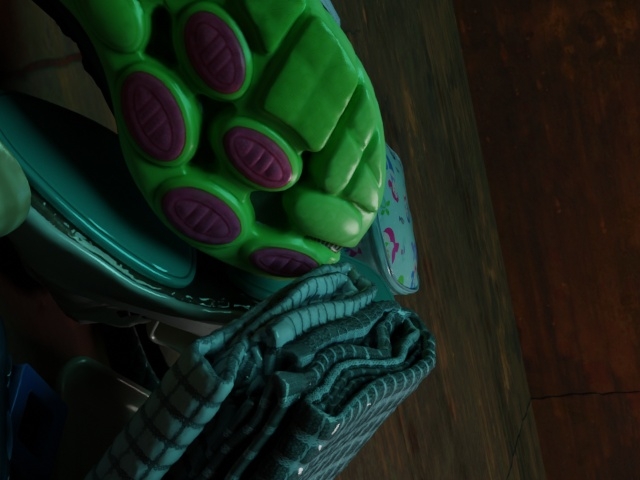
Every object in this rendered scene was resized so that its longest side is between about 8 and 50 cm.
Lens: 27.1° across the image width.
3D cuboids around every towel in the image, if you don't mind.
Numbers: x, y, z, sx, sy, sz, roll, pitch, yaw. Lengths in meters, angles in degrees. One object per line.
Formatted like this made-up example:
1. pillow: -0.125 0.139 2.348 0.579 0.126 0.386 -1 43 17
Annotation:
1. towel: -0.047 0.145 0.859 0.121 0.235 0.283 41 17 8

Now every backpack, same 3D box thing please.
1. backpack: 0.000 0.000 1.394 0.225 0.191 0.254 40 49 -67

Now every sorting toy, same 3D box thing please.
1. sorting toy: -0.160 0.201 0.971 0.348 0.047 0.196 47 42 -61

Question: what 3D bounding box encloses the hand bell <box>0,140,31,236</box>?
1. hand bell: -0.254 0.047 0.682 0.126 0.126 0.242 64 35 -44

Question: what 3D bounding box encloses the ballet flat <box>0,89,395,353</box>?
1. ballet flat: -0.117 0.027 0.999 0.400 0.139 0.139 26 50 -34

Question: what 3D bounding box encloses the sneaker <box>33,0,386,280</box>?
1. sneaker: -0.116 -0.182 0.922 0.483 0.185 0.202 53 13 -16

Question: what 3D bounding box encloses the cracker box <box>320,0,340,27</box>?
1. cracker box: -0.026 -0.212 1.608 0.156 0.067 0.232 54 32 -58

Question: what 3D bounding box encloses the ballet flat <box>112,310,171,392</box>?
1. ballet flat: -0.147 0.057 1.080 0.057 0.049 0.173 -43 122 -71

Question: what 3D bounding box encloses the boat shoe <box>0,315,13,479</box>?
1. boat shoe: -0.203 0.143 0.754 0.089 0.109 0.258 63 26 -53
